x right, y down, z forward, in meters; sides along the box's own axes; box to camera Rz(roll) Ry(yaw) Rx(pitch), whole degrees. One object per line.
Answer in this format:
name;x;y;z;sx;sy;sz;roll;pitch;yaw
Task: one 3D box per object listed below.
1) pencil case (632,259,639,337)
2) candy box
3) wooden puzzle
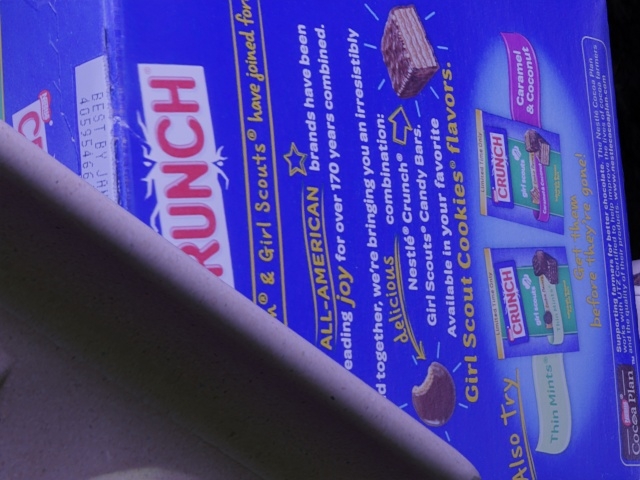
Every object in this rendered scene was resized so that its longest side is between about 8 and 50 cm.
pencil case;0.226;0.208;1.015;0.183;0.160;0.410;-5;81;-36
candy box;0.000;0.000;0.878;0.317;0.122;0.268;7;75;-45
wooden puzzle;-0.160;0.130;0.622;0.322;0.080;0.348;38;91;-32
